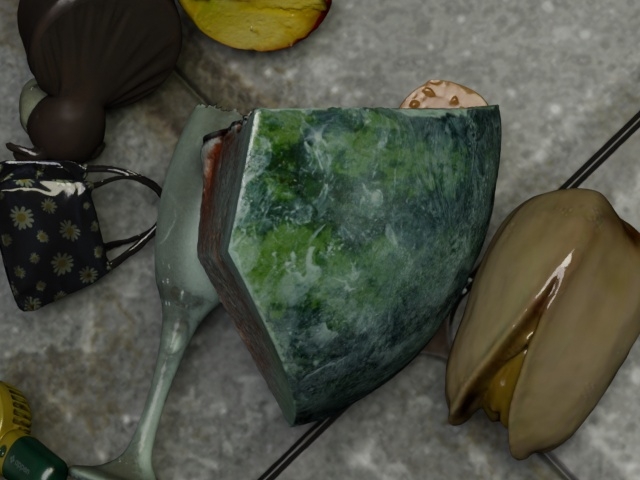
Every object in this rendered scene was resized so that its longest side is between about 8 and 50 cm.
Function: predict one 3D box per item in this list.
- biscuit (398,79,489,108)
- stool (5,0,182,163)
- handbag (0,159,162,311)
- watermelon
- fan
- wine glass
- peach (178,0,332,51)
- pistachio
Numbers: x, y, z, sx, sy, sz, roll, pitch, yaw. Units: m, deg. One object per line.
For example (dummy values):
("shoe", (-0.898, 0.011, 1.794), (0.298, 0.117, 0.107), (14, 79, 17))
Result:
("biscuit", (0.083, -0.060, 1.349), (0.118, 0.023, 0.140), (14, 83, 12))
("stool", (-0.192, -0.156, 1.368), (0.217, 0.125, 0.121), (-63, 37, 27))
("handbag", (-0.191, -0.016, 1.360), (0.139, 0.072, 0.115), (-13, 114, -9))
("watermelon", (0.000, 0.000, 1.257), (0.214, 0.320, 0.289), (26, 120, 27))
("fan", (-0.244, 0.164, 1.323), (0.155, 0.039, 0.082), (28, 92, 48))
("wine glass", (-0.028, 0.076, 1.342), (0.264, 0.096, 0.309), (19, 83, -11))
("peach", (-0.057, -0.234, 1.357), (0.151, 0.118, 0.151), (-1, 118, -2))
("pistachio", (0.169, 0.061, 1.260), (0.130, 0.131, 0.206), (25, 89, 21))
